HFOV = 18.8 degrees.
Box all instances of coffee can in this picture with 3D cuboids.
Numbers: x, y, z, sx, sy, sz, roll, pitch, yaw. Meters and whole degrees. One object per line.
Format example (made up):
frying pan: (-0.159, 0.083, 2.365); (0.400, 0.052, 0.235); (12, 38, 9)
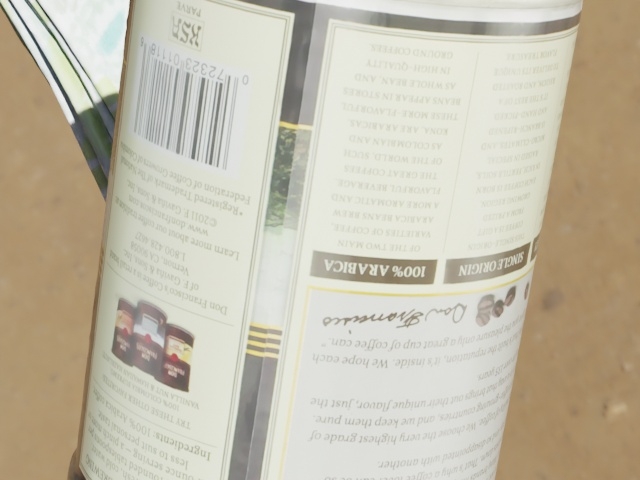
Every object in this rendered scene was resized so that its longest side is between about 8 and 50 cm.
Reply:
coffee can: (0.000, 0.000, 0.877); (0.201, 0.275, 0.201); (8, 17, -3)

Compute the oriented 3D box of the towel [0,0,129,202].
towel: (-0.045, -0.220, 1.261); (0.374, 0.320, 0.090); (-34, 13, -20)
